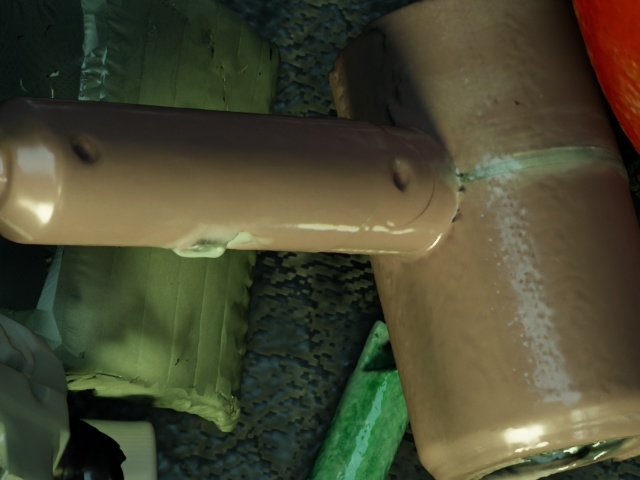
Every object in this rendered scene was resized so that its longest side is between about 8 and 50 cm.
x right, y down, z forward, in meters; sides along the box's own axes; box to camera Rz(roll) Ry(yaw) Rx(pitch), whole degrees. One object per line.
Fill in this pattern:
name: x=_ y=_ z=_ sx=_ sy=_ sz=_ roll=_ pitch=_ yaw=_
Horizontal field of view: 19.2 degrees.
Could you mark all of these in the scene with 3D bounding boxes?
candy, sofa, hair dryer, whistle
candy: x=0.194 y=-0.033 z=0.964 sx=0.083 sy=0.023 sz=0.025 roll=0 pitch=73 yaw=-17
sofa: x=-0.153 y=-0.026 z=0.891 sx=0.225 sy=0.176 sz=0.210 roll=0 pitch=80 yaw=22
hair dryer: x=0.000 y=0.000 z=0.801 sx=0.352 sy=0.125 sz=0.210 roll=1 pitch=70 yaw=-42
whistle: x=0.006 y=0.130 z=0.905 sx=0.039 sy=0.039 sz=0.186 roll=23 pitch=79 yaw=-3

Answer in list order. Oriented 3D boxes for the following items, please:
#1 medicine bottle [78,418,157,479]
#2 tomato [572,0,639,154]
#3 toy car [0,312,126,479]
medicine bottle: x=-0.191 y=0.136 z=0.832 sx=0.236 sy=0.139 sz=0.139 roll=3 pitch=81 yaw=-7
tomato: x=0.182 y=-0.149 z=0.852 sx=0.143 sy=0.338 sz=0.338 roll=1 pitch=80 yaw=20
toy car: x=-0.203 y=0.147 z=0.673 sx=0.166 sy=0.198 sz=0.314 roll=16 pitch=79 yaw=31
